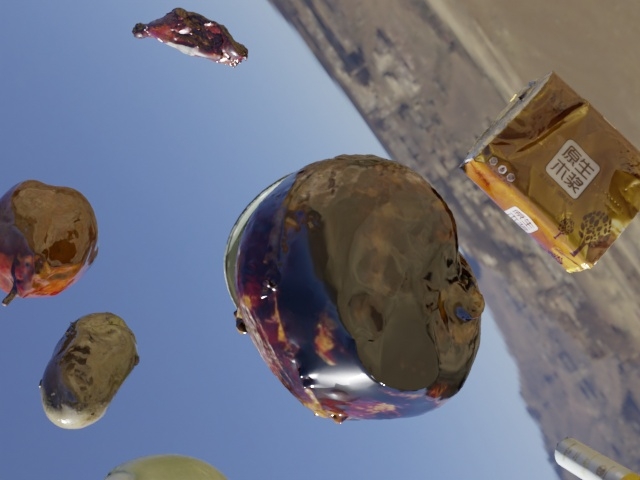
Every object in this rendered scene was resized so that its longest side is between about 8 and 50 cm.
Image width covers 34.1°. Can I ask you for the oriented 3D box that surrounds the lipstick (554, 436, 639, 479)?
[{"bbox_3d":[0.497,0.408,1.816,0.059,0.059,0.264,53,171,-16],"label":"lipstick"}]

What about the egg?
[{"bbox_3d":[-0.328,0.558,2.033,0.336,0.278,0.278,8,-137,-46],"label":"egg"}]

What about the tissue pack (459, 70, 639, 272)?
[{"bbox_3d":[0.329,-0.094,1.437,0.226,0.183,0.092,43,166,-6],"label":"tissue pack"}]

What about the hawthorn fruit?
[{"bbox_3d":[-0.502,0.020,1.840,0.208,0.208,0.248,49,-147,-37],"label":"hawthorn fruit"}]

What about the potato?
[{"bbox_3d":[-0.448,0.249,1.993,0.165,0.165,0.262,52,-142,-22],"label":"potato"}]

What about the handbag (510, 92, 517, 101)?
[{"bbox_3d":[0.352,-0.215,1.705,0.061,0.083,0.027,70,-150,-84],"label":"handbag"}]

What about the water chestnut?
[{"bbox_3d":[0.024,0.063,1.299,0.335,0.347,0.335,7,-100,-43],"label":"water chestnut"}]

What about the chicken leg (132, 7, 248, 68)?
[{"bbox_3d":[-0.189,-0.285,1.465,0.205,0.053,0.093,27,169,20],"label":"chicken leg"}]

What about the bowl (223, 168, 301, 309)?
[{"bbox_3d":[0.000,0.000,1.726,0.337,0.337,0.157,51,-172,-29],"label":"bowl"}]
